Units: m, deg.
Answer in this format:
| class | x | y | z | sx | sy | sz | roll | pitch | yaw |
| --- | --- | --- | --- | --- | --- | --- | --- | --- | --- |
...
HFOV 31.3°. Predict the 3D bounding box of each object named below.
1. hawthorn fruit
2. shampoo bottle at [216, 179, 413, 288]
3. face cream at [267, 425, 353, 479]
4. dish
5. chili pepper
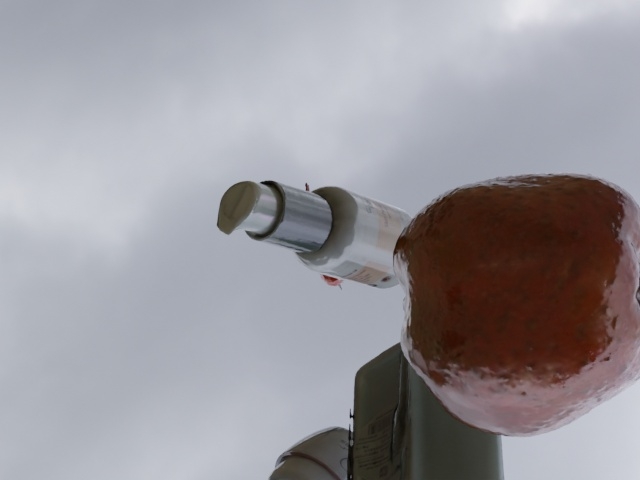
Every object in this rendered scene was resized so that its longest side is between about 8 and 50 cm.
| class | x | y | z | sx | sy | sz | roll | pitch | yaw |
| --- | --- | --- | --- | --- | --- | --- | --- | --- | --- |
| hawthorn fruit | 0.138 | 0.037 | 0.751 | 0.189 | 0.189 | 0.189 | -24 | -147 | 17 |
| shampoo bottle | 0.001 | -0.011 | 0.923 | 0.074 | 0.192 | 0.074 | -16 | -114 | 40 |
| face cream | 0.005 | 0.277 | 1.301 | 0.117 | 0.117 | 0.104 | -1 | -152 | 42 |
| dish | 0.081 | 0.187 | 1.080 | 0.182 | 0.080 | 0.243 | -37 | -142 | 38 |
| chili pepper | 0.000 | 0.000 | 1.626 | 0.027 | 0.178 | 0.045 | -26 | -150 | -21 |
